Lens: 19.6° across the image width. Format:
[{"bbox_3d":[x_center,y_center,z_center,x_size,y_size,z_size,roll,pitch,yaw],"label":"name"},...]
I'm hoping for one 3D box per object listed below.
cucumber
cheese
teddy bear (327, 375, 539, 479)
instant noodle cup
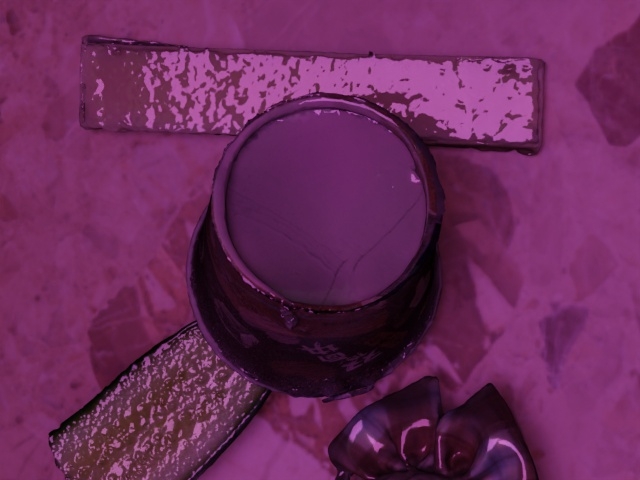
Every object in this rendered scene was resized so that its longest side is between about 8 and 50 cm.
[{"bbox_3d":[-0.113,0.145,1.569,0.244,0.063,0.115,-39,76,8],"label":"cucumber"},{"bbox_3d":[-0.011,-0.122,1.564,0.400,0.034,0.085,5,91,11],"label":"cheese"},{"bbox_3d":[0.037,0.339,1.423,0.327,0.375,0.362,1,109,38],"label":"teddy bear"},{"bbox_3d":[0.000,0.000,1.446,0.217,0.207,0.217,1,73,-3],"label":"instant noodle cup"}]
